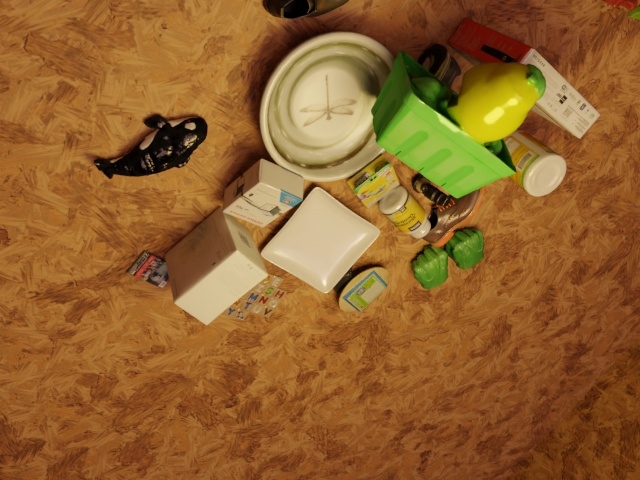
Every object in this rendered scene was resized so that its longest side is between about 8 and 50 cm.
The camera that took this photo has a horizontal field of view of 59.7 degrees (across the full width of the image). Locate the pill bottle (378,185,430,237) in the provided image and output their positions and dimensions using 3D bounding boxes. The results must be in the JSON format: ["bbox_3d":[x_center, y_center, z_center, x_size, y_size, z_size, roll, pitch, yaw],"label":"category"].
[{"bbox_3d":[0.270,-0.084,1.752,0.103,0.103,0.184,-43,128,10],"label":"pill bottle"}]

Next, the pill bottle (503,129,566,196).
[{"bbox_3d":[0.609,-0.249,1.686,0.136,0.246,0.137,-11,128,-15],"label":"pill bottle"}]

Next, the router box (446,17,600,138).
[{"bbox_3d":[0.537,-0.435,1.488,0.335,0.301,0.082,24,112,-35],"label":"router box"}]

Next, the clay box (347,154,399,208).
[{"bbox_3d":[0.154,-0.169,1.603,0.127,0.053,0.222,-37,164,5],"label":"clay box"}]

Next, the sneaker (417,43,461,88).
[{"bbox_3d":[0.288,-0.382,1.550,0.121,0.111,0.300,16,118,-36],"label":"sneaker"}]

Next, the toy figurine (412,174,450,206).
[{"bbox_3d":[0.376,-0.231,1.675,0.209,0.148,0.213,-28,128,-10],"label":"toy figurine"}]

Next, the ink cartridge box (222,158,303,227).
[{"bbox_3d":[-0.156,-0.124,1.501,0.139,0.082,0.190,21,145,-33],"label":"ink cartridge box"}]

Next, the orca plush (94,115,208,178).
[{"bbox_3d":[-0.408,-0.216,1.371,0.287,0.102,0.151,-15,128,-13],"label":"orca plush"}]

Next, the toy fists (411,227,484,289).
[{"bbox_3d":[0.442,0.052,1.932,0.279,0.096,0.142,-28,139,-4],"label":"toy fists"}]

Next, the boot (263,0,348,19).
[{"bbox_3d":[-0.015,-0.549,1.297,0.219,0.106,0.082,-15,128,-12],"label":"boot"}]

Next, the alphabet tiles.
[{"bbox_3d":[-0.232,0.175,1.786,0.237,0.009,0.198,23,112,-33],"label":"alphabet tiles"}]

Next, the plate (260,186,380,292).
[{"bbox_3d":[0.000,0.000,1.718,0.278,0.045,0.277,33,106,-28],"label":"plate"}]

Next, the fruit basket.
[{"bbox_3d":[0.350,-0.316,1.340,0.391,0.283,0.392,0,132,0],"label":"fruit basket"}]

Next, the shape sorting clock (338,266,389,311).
[{"bbox_3d":[0.148,0.167,1.905,0.206,0.040,0.206,-26,142,-23],"label":"shape sorting clock"}]

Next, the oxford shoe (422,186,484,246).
[{"bbox_3d":[0.426,-0.098,1.817,0.098,0.097,0.271,25,111,-28],"label":"oxford shoe"}]

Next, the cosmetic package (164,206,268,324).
[{"bbox_3d":[-0.295,0.067,1.541,0.224,0.224,0.138,-40,130,8],"label":"cosmetic package"}]

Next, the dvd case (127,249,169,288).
[{"bbox_3d":[-0.482,0.085,1.613,0.119,0.013,0.087,32,107,-35],"label":"dvd case"}]

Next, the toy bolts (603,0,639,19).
[{"bbox_3d":[0.923,-0.686,1.522,0.218,0.229,0.159,-3,134,-28],"label":"toy bolts"}]

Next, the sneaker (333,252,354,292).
[{"bbox_3d":[0.083,0.098,1.840,0.089,0.051,0.170,29,114,-36],"label":"sneaker"}]

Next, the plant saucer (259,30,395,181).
[{"bbox_3d":[0.024,-0.351,1.460,0.400,0.101,0.401,-12,128,-16],"label":"plant saucer"}]
